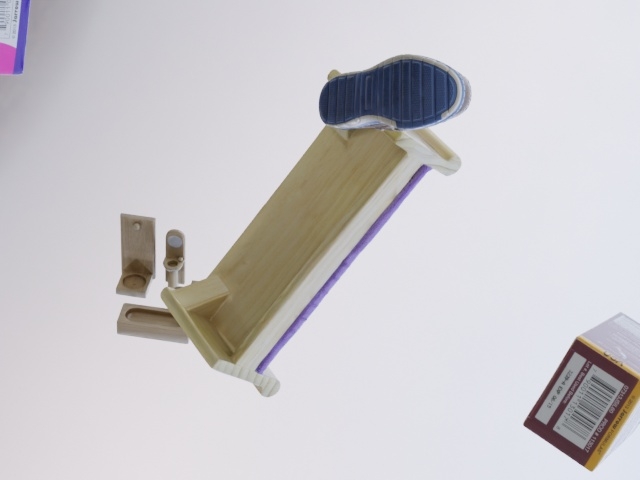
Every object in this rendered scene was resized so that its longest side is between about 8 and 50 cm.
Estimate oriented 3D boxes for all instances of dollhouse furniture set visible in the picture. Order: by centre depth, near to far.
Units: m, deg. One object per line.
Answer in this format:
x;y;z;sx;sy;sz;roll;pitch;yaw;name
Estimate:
-0.260;0.059;2.274;0.151;0.144;0.123;-77;174;-52;dollhouse furniture set

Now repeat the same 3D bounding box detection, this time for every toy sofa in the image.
0.000;0.000;1.691;0.362;0.177;0.150;-51;-132;11;toy sofa

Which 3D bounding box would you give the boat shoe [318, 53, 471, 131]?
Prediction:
0.078;-0.131;1.307;0.183;0.066;0.066;6;-87;52;boat shoe

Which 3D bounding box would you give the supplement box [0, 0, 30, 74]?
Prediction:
-0.399;-0.223;1.366;0.114;0.220;0.111;29;-65;47;supplement box

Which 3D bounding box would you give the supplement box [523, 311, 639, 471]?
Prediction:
0.277;0.142;1.402;0.104;0.081;0.188;-61;162;16;supplement box
